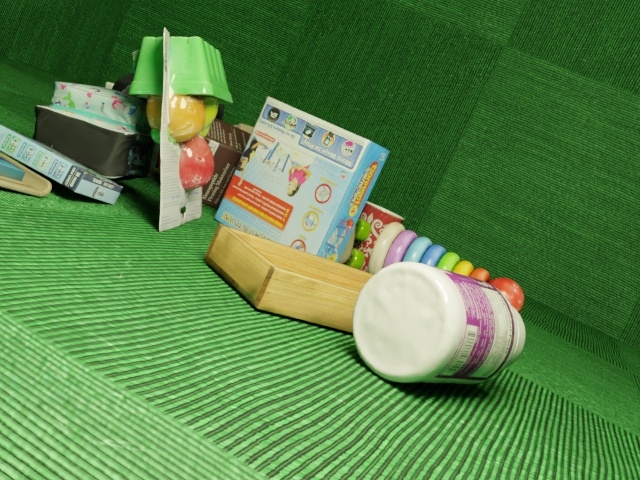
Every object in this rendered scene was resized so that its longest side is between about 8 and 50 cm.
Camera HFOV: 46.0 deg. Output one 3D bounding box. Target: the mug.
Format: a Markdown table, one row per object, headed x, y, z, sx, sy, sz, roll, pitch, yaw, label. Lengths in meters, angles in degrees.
| x | y | z | sx | sy | sz | roll | pitch | yaw | label |
| --- | --- | --- | --- | --- | --- | --- | --- | --- | --- |
| 0.110 | -0.008 | 1.894 | 0.150 | 0.169 | 0.113 | 27 | 8 | 24 | mug |

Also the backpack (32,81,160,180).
| x | y | z | sx | sy | sz | roll | pitch | yaw | label |
| --- | --- | --- | --- | --- | --- | --- | --- | --- | --- |
| -0.437 | -0.210 | 1.520 | 0.225 | 0.191 | 0.253 | 17 | 1 | 8 | backpack |

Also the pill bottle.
| x | y | z | sx | sy | sz | roll | pitch | yaw | label |
| --- | --- | --- | --- | --- | --- | --- | --- | --- | --- |
| 0.194 | 0.132 | 1.139 | 0.169 | 0.169 | 0.301 | 30 | 8 | 37 | pill bottle |

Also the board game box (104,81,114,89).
| x | y | z | sx | sy | sz | roll | pitch | yaw | label |
| --- | --- | --- | --- | --- | --- | --- | --- | --- | --- |
| -0.515 | -0.369 | 2.264 | 0.303 | 0.098 | 0.224 | 10 | -10 | -23 | board game box |

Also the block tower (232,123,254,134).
| x | y | z | sx | sy | sz | roll | pitch | yaw | label |
| --- | --- | --- | --- | --- | --- | --- | --- | --- | --- |
| -0.316 | -0.267 | 2.192 | 0.335 | 0.091 | 0.097 | -3 | -10 | 43 | block tower |

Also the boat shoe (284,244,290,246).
| x | y | z | sx | sy | sz | roll | pitch | yaw | label |
| --- | --- | --- | --- | --- | --- | --- | --- | --- | --- |
| -0.068 | 0.032 | 1.518 | 0.049 | 0.043 | 0.137 | 17 | 8 | -33 | boat shoe |

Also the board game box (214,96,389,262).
| x | y | z | sx | sy | sz | roll | pitch | yaw | label |
| --- | --- | --- | --- | --- | --- | --- | --- | --- | --- |
| -0.048 | -0.117 | 1.630 | 0.308 | 0.302 | 0.086 | 30 | 9 | 35 | board game box |

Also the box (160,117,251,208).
| x | y | z | sx | sy | sz | roll | pitch | yaw | label |
| --- | --- | --- | --- | --- | --- | --- | --- | --- | --- |
| -0.275 | -0.199 | 1.882 | 0.203 | 0.169 | 0.167 | 21 | 25 | -22 | box |

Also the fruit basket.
| x | y | z | sx | sy | sz | roll | pitch | yaw | label |
| --- | --- | --- | --- | --- | --- | --- | --- | --- | --- |
| -0.276 | -0.207 | 1.451 | 0.165 | 0.353 | 0.327 | 8 | 8 | 3 | fruit basket |

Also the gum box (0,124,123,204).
| x | y | z | sx | sy | sz | roll | pitch | yaw | label |
| --- | --- | --- | --- | --- | --- | --- | --- | --- | --- |
| -0.457 | -0.129 | 1.307 | 0.184 | 0.041 | 0.157 | 27 | -1 | 9 | gum box |

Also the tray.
| x | y | z | sx | sy | sz | roll | pitch | yaw | label |
| --- | --- | --- | --- | --- | --- | --- | --- | --- | --- |
| 0.025 | 0.091 | 1.282 | 0.410 | 0.076 | 0.202 | 20 | 8 | -37 | tray |

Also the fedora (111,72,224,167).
| x | y | z | sx | sy | sz | roll | pitch | yaw | label |
| --- | --- | --- | --- | --- | --- | --- | --- | --- | --- |
| -0.420 | -0.341 | 1.941 | 0.334 | 0.334 | 0.153 | 15 | 32 | -53 | fedora |

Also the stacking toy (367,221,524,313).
| x | y | z | sx | sy | sz | roll | pitch | yaw | label |
| --- | --- | --- | --- | --- | --- | --- | --- | --- | --- |
| 0.273 | 0.082 | 1.613 | 0.330 | 0.141 | 0.141 | 24 | 6 | 20 | stacking toy |

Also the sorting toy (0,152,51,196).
| x | y | z | sx | sy | sz | roll | pitch | yaw | label |
| --- | --- | --- | --- | --- | --- | --- | --- | --- | --- |
| -0.589 | -0.155 | 1.154 | 0.307 | 0.041 | 0.229 | 28 | 8 | 25 | sorting toy |

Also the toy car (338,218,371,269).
| x | y | z | sx | sy | sz | roll | pitch | yaw | label |
| --- | --- | --- | --- | --- | --- | --- | --- | --- | --- |
| 0.000 | 0.000 | 1.810 | 0.155 | 0.149 | 0.188 | 24 | -22 | -27 | toy car |
